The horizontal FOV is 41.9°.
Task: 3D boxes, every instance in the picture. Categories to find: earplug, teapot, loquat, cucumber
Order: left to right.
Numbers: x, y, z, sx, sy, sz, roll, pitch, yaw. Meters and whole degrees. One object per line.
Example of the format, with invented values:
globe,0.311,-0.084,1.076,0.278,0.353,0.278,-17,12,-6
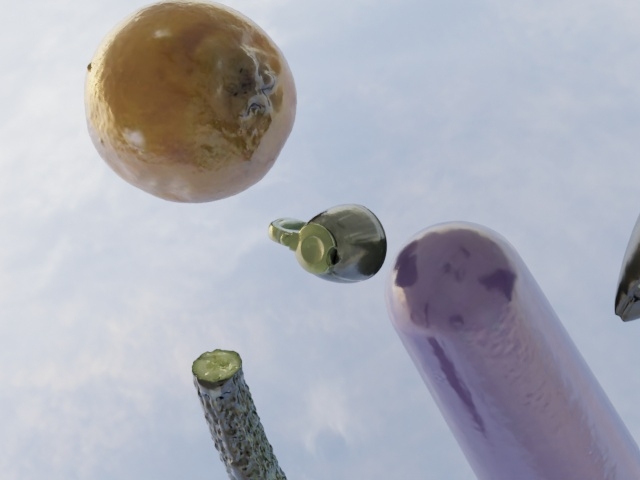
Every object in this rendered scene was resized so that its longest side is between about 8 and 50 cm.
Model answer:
loquat,-0.200,-0.215,1.299,0.328,0.328,0.328,-3,-122,4
cucumber,-0.079,0.190,0.816,0.058,0.187,0.058,-13,-152,7
teapot,0.003,0.008,0.948,0.124,0.090,0.092,-13,-94,38
earplug,0.232,0.166,1.042,0.215,0.456,0.215,-25,-151,15

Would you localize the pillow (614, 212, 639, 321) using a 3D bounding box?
pillow,0.382,-0.034,0.821,0.106,0.250,0.186,41,-116,21
